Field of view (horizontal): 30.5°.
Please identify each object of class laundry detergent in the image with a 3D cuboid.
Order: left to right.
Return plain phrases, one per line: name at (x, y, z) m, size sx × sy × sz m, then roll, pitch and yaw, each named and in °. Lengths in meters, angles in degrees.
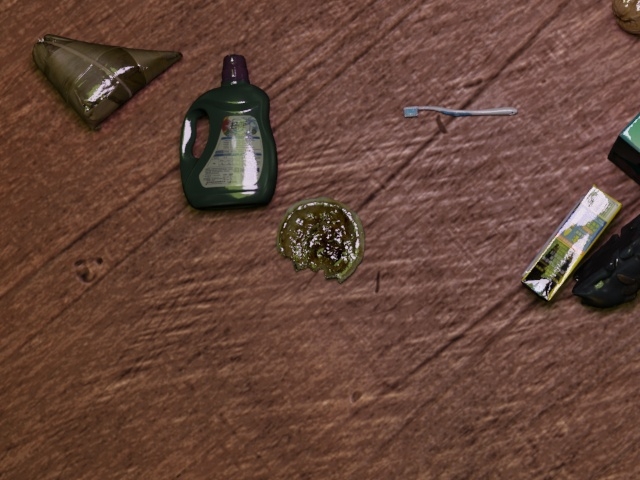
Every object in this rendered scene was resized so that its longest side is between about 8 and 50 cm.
laundry detergent at (-0.136, -0.157, 1.697) m, size 0.144 × 0.078 × 0.221 m, roll -5°, pitch 86°, yaw 13°

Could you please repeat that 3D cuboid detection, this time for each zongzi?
zongzi at (-0.321, -0.275, 1.740) m, size 0.176 × 0.078 × 0.160 m, roll -41°, pitch 81°, yaw -6°

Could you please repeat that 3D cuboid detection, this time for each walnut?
walnut at (0.451, -0.328, 1.616) m, size 0.096 × 0.082 × 0.079 m, roll -25°, pitch 111°, yaw 6°

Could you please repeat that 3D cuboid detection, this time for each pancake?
pancake at (0.002, -0.005, 1.694) m, size 0.130 × 0.022 × 0.116 m, roll 15°, pitch 89°, yaw 5°

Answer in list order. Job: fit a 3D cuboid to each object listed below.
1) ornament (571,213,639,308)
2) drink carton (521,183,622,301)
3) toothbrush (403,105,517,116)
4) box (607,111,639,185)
ornament at (0.480, 0.081, 1.573) m, size 0.236 × 0.080 × 0.202 m, roll 37°, pitch 128°, yaw -6°
drink carton at (0.341, 0.005, 1.613) m, size 0.056 × 0.071 × 0.165 m, roll 38°, pitch 92°, yaw 13°
toothbrush at (0.199, -0.186, 1.678) m, size 0.162 × 0.014 × 0.017 m, roll -1°, pitch 72°, yaw 9°
box at (0.462, -0.106, 1.513) m, size 0.153 × 0.245 × 0.092 m, roll 42°, pitch 95°, yaw 10°
